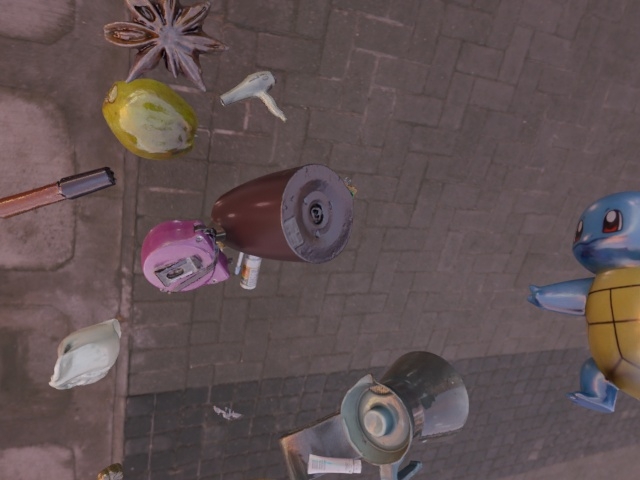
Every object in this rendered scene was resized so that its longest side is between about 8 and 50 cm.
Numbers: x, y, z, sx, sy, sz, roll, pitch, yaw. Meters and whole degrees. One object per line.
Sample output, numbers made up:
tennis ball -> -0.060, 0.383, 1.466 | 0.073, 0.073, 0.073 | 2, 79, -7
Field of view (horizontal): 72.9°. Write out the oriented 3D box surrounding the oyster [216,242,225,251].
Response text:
oyster -> -0.378, 0.040, 1.520 | 0.081, 0.191, 0.163 | 36, 61, -22

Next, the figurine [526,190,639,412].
figurine -> 0.497, 0.133, 0.638 | 0.243, 0.298, 0.415 | -24, 83, -15

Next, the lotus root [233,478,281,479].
lotus root -> -0.135, 0.577, 0.891 | 0.285, 0.160, 0.146 | 4, 110, -3

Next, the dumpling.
dumpling -> -0.541, 0.274, 1.008 | 0.124, 0.229, 0.151 | 19, 100, 9

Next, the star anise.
star anise -> -0.403, -0.530, 1.148 | 0.316, 0.108, 0.314 | -9, 116, -19

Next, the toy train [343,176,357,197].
toy train -> 0.052, -0.112, 1.509 | 0.091, 0.136, 0.227 | 23, 104, -8

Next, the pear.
pear -> -0.583, -0.415, 1.502 | 0.322, 0.269, 0.268 | 20, 104, -21

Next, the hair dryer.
hair dryer -> -0.250, -0.505, 1.570 | 0.219, 0.224, 0.088 | -13, 162, -9

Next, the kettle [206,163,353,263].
kettle -> -0.067, -0.051, 0.714 | 0.202, 0.232, 0.143 | -38, 117, -37

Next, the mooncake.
mooncake -> -0.364, 0.495, 1.066 | 0.347, 0.057, 0.150 | -34, 146, 0

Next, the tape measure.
tape measure -> -0.209, 0.025, 0.671 | 0.125, 0.074, 0.118 | -22, 136, -1

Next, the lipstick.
lipstick -> -0.877, -0.153, 1.415 | 0.419, 0.077, 0.077 | -17, 120, 2

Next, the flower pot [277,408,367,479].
flower pot -> 0.020, 0.480, 1.037 | 0.230, 0.108, 0.103 | -20, 165, -4

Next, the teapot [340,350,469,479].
teapot -> 0.153, 0.315, 0.780 | 0.225, 0.171, 0.202 | 4, 81, -51

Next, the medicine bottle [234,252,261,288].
medicine bottle -> -0.259, 0.074, 1.570 | 0.092, 0.061, 0.220 | -5, 123, -36

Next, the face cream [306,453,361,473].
face cream -> 0.029, 0.472, 0.912 | 0.115, 0.020, 0.038 | 6, 70, -8
